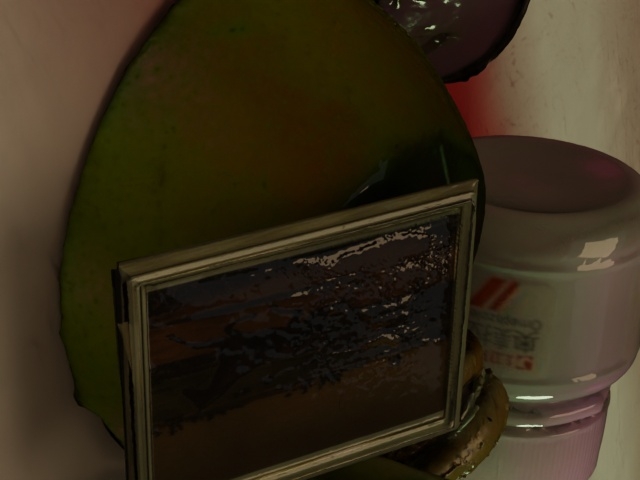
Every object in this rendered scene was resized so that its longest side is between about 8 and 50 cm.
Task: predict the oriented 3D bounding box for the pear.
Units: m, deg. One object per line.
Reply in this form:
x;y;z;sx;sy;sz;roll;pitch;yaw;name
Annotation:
0.002;-0.001;1.008;0.399;0.165;0.399;-33;133;-46;pear

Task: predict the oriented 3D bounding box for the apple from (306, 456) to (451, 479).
0.014;0.305;1.004;0.338;0.338;0.305;-26;110;-56;apple

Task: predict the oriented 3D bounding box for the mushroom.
0.102;-0.223;1.160;0.188;0.141;0.117;98;-9;-47;mushroom

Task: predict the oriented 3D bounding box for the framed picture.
-0.006;0.074;0.875;0.252;0.014;0.197;-14;122;-26;framed picture

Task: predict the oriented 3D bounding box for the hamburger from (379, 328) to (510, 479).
0.083;0.157;1.184;0.177;0.185;0.113;-26;97;-31;hamburger

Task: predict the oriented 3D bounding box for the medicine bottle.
0.189;0.074;1.348;0.241;0.241;0.302;-34;133;-52;medicine bottle
